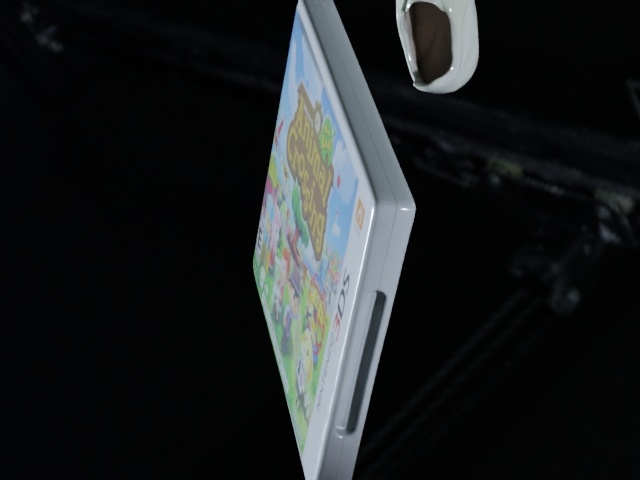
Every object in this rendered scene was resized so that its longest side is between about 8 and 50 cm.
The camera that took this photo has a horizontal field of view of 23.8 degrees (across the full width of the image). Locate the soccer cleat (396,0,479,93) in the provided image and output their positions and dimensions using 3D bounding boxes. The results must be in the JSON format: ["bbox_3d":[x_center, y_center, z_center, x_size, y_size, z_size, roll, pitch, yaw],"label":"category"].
[{"bbox_3d":[0.087,-0.209,1.165,0.068,0.196,0.076,-2,-167,26],"label":"soccer cleat"}]

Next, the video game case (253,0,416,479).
[{"bbox_3d":[0.000,0.000,0.827,0.023,0.193,0.212,2,-145,-14],"label":"video game case"}]
